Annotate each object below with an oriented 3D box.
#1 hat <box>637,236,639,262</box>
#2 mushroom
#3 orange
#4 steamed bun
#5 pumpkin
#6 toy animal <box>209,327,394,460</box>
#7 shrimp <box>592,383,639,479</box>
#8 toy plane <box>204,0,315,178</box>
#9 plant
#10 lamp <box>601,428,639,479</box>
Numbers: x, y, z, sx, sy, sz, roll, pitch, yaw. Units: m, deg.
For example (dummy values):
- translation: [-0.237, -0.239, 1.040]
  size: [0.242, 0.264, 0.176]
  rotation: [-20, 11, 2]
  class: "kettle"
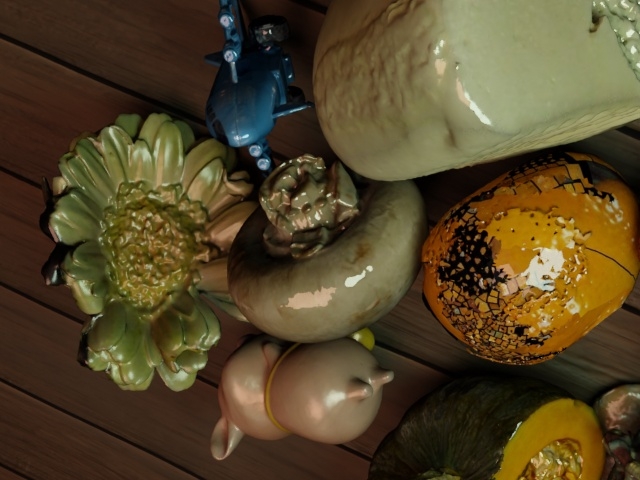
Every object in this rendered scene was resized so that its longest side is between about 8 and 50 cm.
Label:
- translation: [0.347, -0.020, 1.092]
  size: [0.112, 0.162, 0.094]
  rotation: [20, 118, -8]
  class: "hat"
- translation: [0.000, 0.000, 1.208]
  size: [0.226, 0.226, 0.178]
  rotation: [-16, 131, 35]
  class: "mushroom"
- translation: [0.210, 0.015, 1.144]
  size: [0.182, 0.234, 0.234]
  rotation: [50, 133, 18]
  class: "orange"
- translation: [0.129, -0.200, 1.042]
  size: [0.290, 0.273, 0.272]
  rotation: [-23, 83, 53]
  class: "steamed bun"
- translation: [0.146, 0.286, 1.334]
  size: [0.242, 0.325, 0.232]
  rotation: [33, 174, -39]
  class: "pumpkin"
- translation: [-0.019, 0.175, 1.416]
  size: [0.248, 0.165, 0.149]
  rotation: [-16, 85, 46]
  class: "toy animal"
- translation: [0.376, 0.258, 1.348]
  size: [0.126, 0.047, 0.224]
  rotation: [-3, 119, 18]
  class: "shrimp"
- translation: [-0.069, -0.156, 1.166]
  size: [0.105, 0.271, 0.254]
  rotation: [-15, 118, -3]
  class: "toy plane"
- translation: [-0.220, -0.002, 1.350]
  size: [0.261, 0.306, 0.297]
  rotation: [38, 167, -37]
  class: "plant"
- translation: [0.396, 0.276, 1.248]
  size: [0.151, 0.215, 0.223]
  rotation: [-39, 81, 20]
  class: "lamp"
